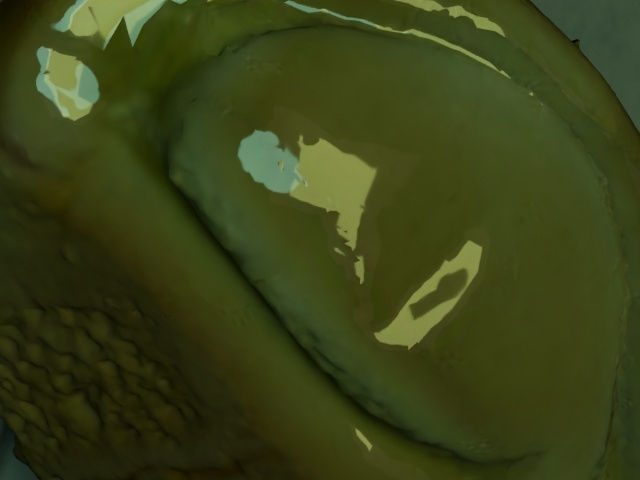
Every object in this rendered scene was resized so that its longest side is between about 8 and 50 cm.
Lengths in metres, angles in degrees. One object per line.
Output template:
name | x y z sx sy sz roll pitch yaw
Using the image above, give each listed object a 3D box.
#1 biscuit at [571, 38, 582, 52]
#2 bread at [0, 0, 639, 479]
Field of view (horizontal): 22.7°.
biscuit | 0.185 0.027 0.797 0.048 0.026 0.292 -37 103 -1
bread | 0.000 0.000 0.594 0.315 0.270 0.211 54 54 -17
